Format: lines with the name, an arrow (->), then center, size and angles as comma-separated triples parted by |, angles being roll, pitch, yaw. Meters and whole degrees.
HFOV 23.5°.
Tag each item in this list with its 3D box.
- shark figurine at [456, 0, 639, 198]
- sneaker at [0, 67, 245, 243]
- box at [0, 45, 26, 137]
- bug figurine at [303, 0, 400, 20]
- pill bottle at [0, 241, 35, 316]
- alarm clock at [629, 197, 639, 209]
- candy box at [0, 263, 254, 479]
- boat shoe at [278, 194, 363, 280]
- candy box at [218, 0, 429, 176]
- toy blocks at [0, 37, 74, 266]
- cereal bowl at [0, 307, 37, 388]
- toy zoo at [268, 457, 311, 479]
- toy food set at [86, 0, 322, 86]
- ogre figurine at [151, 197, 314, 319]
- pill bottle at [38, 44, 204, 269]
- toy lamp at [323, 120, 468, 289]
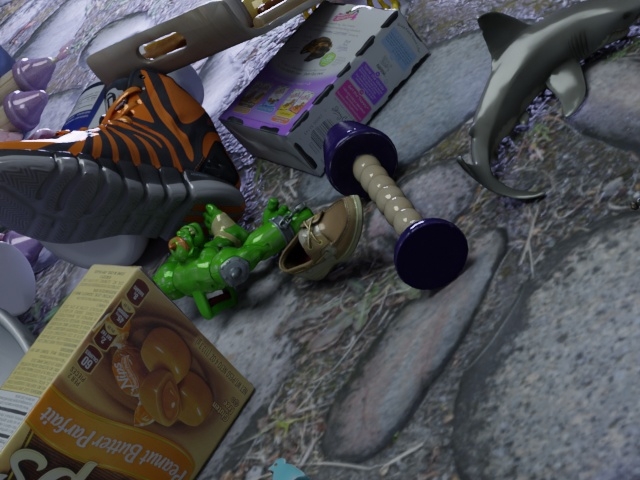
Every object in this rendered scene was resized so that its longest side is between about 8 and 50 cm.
shark figurine -> 0.179, -0.156, 1.480 | 0.166, 0.116, 0.278 | 5, 51, 53
sneaker -> -0.243, -0.098, 1.671 | 0.124, 0.321, 0.180 | -46, 51, 38
box -> -0.636, -0.220, 2.209 | 0.212, 0.395, 0.294 | -20, 36, 31
bug figurine -> 0.059, -0.375, 1.940 | 0.216, 0.072, 0.279 | -19, 37, 33
pill bottle -> -0.471, 0.083, 1.873 | 0.264, 0.146, 0.146 | -20, 36, 32
alarm clock -> 0.345, -0.078, 1.230 | 0.192, 0.064, 0.129 | -49, 31, -9
candy box -> -0.217, 0.198, 1.393 | 0.087, 0.183, 0.316 | 1, 50, 50
boat shoe -> 0.000, 0.000, 1.488 | 0.135, 0.045, 0.050 | 126, 140, -50
candy box -> 0.002, -0.177, 1.747 | 0.196, 0.070, 0.165 | -49, 31, -12
toy blocks -> -0.451, -0.128, 1.962 | 0.260, 0.309, 0.289 | -27, 33, 31
cereal bowl -> -0.387, 0.222, 1.542 | 0.338, 0.141, 0.339 | -8, 68, 21
toy zoo -> -0.061, 0.300, 1.234 | 0.192, 0.030, 0.293 | -19, 36, 33
toy food set -> -0.108, -0.280, 1.798 | 0.219, 0.092, 0.306 | -16, 14, 38
ogre figurine -> -0.100, 0.016, 1.597 | 0.197, 0.097, 0.118 | 8, 36, 34
pill bottle -> -0.239, -0.105, 1.845 | 0.153, 0.153, 0.265 | -16, 38, 36
toy lamp -> 0.062, -0.044, 1.500 | 0.080, 0.080, 0.275 | -38, 31, 6
